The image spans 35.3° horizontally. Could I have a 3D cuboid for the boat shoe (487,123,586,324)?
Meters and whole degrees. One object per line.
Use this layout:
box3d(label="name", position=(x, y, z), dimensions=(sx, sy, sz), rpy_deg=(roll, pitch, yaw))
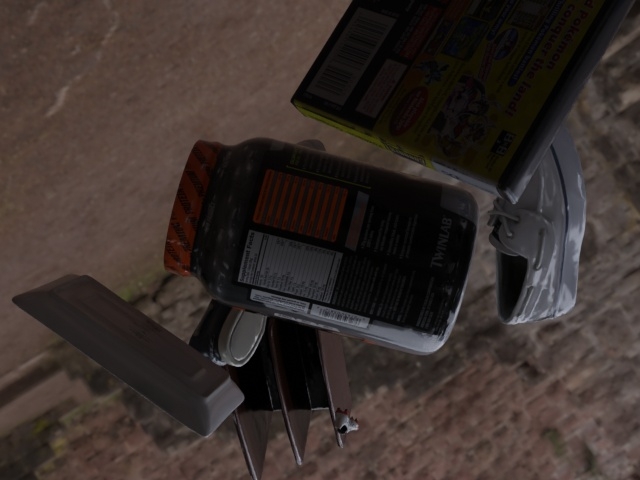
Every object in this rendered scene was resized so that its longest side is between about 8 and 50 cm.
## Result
box3d(label="boat shoe", position=(0.216, -0.013, 1.037), dimensions=(0.084, 0.258, 0.095), rpy_deg=(-18, -147, -11))

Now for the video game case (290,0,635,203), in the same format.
box3d(label="video game case", position=(0.136, -0.195, 0.908), dimensions=(0.275, 0.248, 0.035), rpy_deg=(-58, 144, -6))

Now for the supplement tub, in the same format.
box3d(label="supplement tub", position=(0.000, 0.000, 1.185), dimensions=(0.207, 0.338, 0.207), rpy_deg=(-165, -90, -89))

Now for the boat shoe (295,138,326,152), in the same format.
box3d(label="boat shoe", position=(-0.099, -0.065, 1.463), dimensions=(0.096, 0.098, 0.277), rpy_deg=(6, 152, -41))

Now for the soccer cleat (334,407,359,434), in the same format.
box3d(label="soccer cleat", position=(0.039, 0.289, 1.577), dimensions=(0.083, 0.029, 0.036), rpy_deg=(59, 43, -59))

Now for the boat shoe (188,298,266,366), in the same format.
box3d(label="boat shoe", position=(-0.096, 0.059, 1.361), dimensions=(0.079, 0.095, 0.255), rpy_deg=(5, -125, 29))

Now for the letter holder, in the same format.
box3d(label="letter holder", position=(-0.051, 0.229, 1.625), dimensions=(0.152, 0.302, 0.214), rpy_deg=(-3, -146, 11))

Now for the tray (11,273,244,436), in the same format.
box3d(label="tray", position=(-0.212, 0.119, 1.169), dimensions=(0.030, 0.270, 0.145), rpy_deg=(-57, 174, 14))
